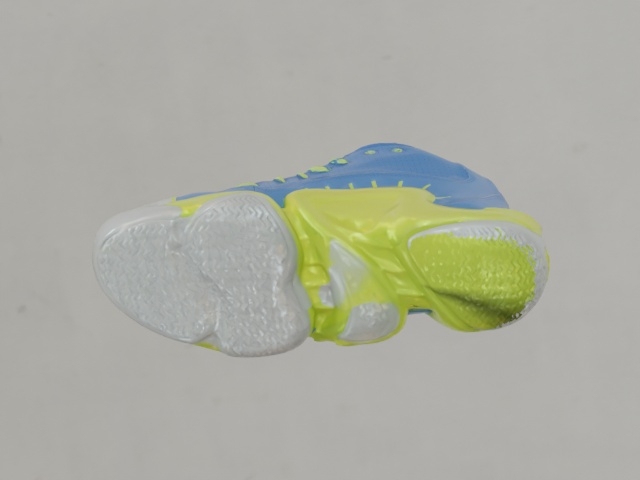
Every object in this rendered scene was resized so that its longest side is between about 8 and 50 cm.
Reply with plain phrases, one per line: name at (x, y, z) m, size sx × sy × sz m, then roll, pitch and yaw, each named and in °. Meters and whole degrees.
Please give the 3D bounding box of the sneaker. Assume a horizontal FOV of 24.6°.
sneaker at (0.000, 0.000, 0.805) m, size 0.240 × 0.126 × 0.091 m, roll 4°, pitch 116°, yaw -2°
